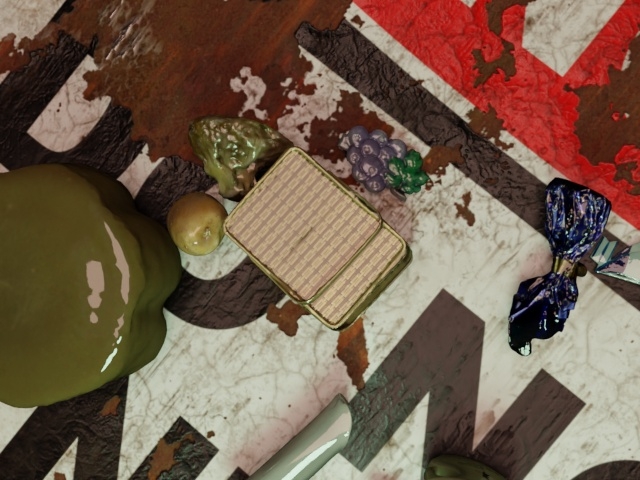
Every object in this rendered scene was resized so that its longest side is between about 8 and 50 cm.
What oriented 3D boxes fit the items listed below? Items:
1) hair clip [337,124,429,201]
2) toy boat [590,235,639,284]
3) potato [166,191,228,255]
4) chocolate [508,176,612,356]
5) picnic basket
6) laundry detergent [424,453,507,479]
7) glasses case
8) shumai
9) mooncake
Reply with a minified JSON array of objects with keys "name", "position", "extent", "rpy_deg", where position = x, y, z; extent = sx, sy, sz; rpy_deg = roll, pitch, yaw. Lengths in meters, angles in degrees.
[{"name":"hair clip","position":[0.123,-0.151,1.602],"extent":[0.195,0.052,0.124],"rpy_deg":[26,85,0]},{"name":"toy boat","position":[0.664,0.067,1.530],"extent":[0.291,0.067,0.220],"rpy_deg":[19,89,18]},{"name":"potato","position":[-0.240,-0.035,1.576],"extent":[0.109,0.178,0.118],"rpy_deg":[30,98,-28]},{"name":"chocolate","position":[0.450,0.062,1.518],"extent":[0.148,0.126,0.343],"rpy_deg":[15,94,-34]},{"name":"picnic basket","position":[0.000,0.000,1.539],"extent":[0.313,0.175,0.228],"rpy_deg":[43,92,6]},{"name":"laundry detergent","position":[0.271,0.463,1.446],"extent":[0.181,0.253,0.091],"rpy_deg":[23,91,7]},{"name":"glasses case","position":[-0.042,0.426,1.545],"extent":[0.308,0.128,0.083],"rpy_deg":[-43,75,4]},{"name":"shumai","position":[-0.164,-0.155,1.576],"extent":[0.209,0.161,0.153],"rpy_deg":[12,85,-11]},{"name":"mooncake","position":[-0.512,0.080,1.557],"extent":[0.467,0.262,0.467],"rpy_deg":[0,89,8]}]
